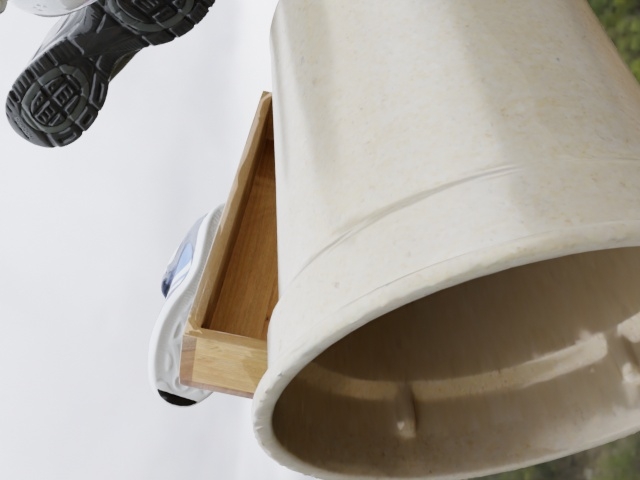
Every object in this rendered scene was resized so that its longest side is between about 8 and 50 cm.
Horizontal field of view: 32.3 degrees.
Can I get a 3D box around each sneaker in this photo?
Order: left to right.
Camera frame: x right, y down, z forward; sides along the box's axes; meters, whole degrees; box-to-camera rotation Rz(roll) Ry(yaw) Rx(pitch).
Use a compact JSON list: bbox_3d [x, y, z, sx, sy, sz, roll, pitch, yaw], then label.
[{"bbox_3d":[-0.215,-0.227,1.131,0.286,0.109,0.130,-41,27,7],"label":"sneaker"},{"bbox_3d":[-0.184,0.110,1.653,0.236,0.130,0.323,139,150,-66],"label":"sneaker"}]

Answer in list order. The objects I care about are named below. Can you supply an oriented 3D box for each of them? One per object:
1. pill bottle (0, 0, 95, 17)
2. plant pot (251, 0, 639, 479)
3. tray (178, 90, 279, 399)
[{"bbox_3d":[-0.184,-0.276,0.852,0.301,0.169,0.169,-35,-28,-25],"label":"pill bottle"},{"bbox_3d":[0.095,-0.040,0.740,0.334,0.333,0.305,92,167,-59],"label":"plant pot"},{"bbox_3d":[0.000,0.000,1.142,0.411,0.202,0.076,-78,-1,-51],"label":"tray"}]
